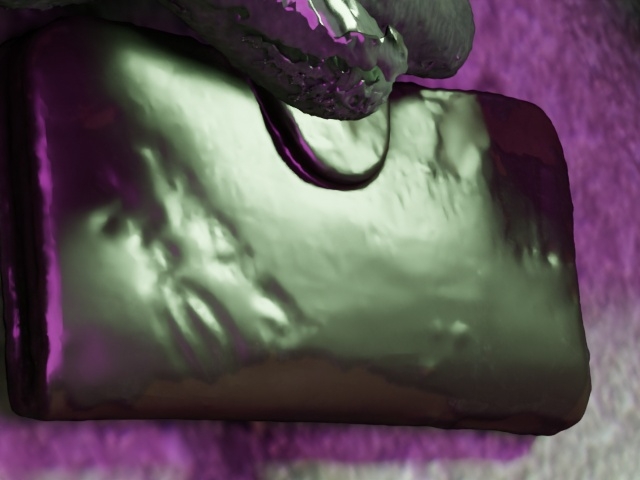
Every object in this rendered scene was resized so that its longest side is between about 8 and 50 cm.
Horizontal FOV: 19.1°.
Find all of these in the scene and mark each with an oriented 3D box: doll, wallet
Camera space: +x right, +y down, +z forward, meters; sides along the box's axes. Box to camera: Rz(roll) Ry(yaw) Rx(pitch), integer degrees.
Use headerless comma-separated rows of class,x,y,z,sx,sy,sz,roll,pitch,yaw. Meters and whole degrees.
doll,-0.034,-0.169,0.744,0.340,0.158,0.245,12,56,-42
wallet,0.000,0.000,0.812,0.310,0.042,0.165,7,74,-40
